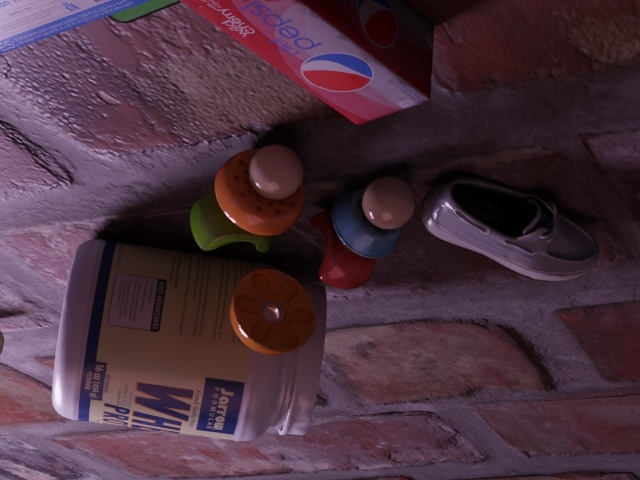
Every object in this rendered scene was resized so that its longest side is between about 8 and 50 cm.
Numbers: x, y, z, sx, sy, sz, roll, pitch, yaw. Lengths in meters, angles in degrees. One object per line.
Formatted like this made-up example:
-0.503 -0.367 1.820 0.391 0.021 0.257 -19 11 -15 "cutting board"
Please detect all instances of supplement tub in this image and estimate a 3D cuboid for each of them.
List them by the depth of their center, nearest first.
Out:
-0.168 0.132 1.746 0.325 0.235 0.235 8 155 -6 "supplement tub"

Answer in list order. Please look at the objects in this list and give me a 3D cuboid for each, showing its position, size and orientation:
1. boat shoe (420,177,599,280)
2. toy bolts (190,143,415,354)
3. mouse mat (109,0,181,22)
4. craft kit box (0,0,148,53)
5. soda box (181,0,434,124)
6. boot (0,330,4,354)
0.228 -0.014 1.539 0.228 0.079 0.081 17 157 -16 "boat shoe"
0.000 0.000 1.504 0.229 0.218 0.158 -2 155 -30 "toy bolts"
-0.188 -0.258 1.190 0.153 0.007 0.190 -14 148 35 "mouse mat"
-0.307 -0.258 1.145 0.250 0.061 0.247 -12 150 32 "craft kit box"
-0.011 -0.202 1.185 0.092 0.083 0.263 -16 148 38 "soda box"
-0.619 0.124 1.988 0.262 0.095 0.203 4 154 13 "boot"
